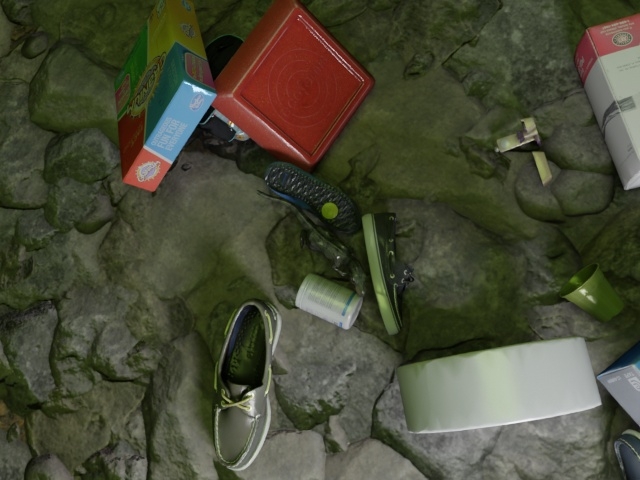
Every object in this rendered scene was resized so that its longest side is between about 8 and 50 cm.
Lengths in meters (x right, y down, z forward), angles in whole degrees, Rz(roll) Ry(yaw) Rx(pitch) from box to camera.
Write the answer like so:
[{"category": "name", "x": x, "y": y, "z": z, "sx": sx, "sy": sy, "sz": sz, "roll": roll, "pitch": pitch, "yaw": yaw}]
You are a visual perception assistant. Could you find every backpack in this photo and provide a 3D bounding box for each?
[{"category": "backpack", "x": -0.182, "y": -0.296, "z": 1.148, "sx": 0.166, "sy": 0.144, "sz": 0.188, "roll": 28, "pitch": 95, "yaw": 45}]

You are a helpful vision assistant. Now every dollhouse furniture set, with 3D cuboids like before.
[{"category": "dollhouse furniture set", "x": 0.365, "y": -0.150, "z": 1.072, "sx": 0.081, "sy": 0.091, "sz": 0.114, "roll": -19, "pitch": 76, "yaw": 21}]

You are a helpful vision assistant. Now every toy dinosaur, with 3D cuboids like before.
[{"category": "toy dinosaur", "x": 0.000, "y": 0.000, "z": 1.073, "sx": 0.268, "sy": 0.118, "sz": 0.064, "roll": 41, "pitch": 86, "yaw": 17}]

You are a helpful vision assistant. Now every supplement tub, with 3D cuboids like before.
[{"category": "supplement tub", "x": 0.016, "y": 0.110, "z": 1.068, "sx": 0.107, "sy": 0.071, "sz": 0.071, "roll": 24, "pitch": 82, "yaw": 14}]

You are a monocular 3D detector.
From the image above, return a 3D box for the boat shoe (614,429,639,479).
[{"category": "boat shoe", "x": 0.507, "y": 0.421, "z": 0.895, "sx": 0.079, "sy": 0.095, "sz": 0.254, "roll": -19, "pitch": 83, "yaw": -7}]

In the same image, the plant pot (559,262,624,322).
[{"category": "plant pot", "x": 0.464, "y": 0.093, "z": 0.994, "sx": 0.079, "sy": 0.083, "sz": 0.083, "roll": 45, "pitch": 87, "yaw": 5}]

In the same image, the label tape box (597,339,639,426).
[{"category": "label tape box", "x": 0.634, "y": 0.263, "z": 0.867, "sx": 0.249, "sy": 0.115, "sz": 0.347, "roll": -32, "pitch": 74, "yaw": -18}]

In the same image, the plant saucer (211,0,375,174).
[{"category": "plant saucer", "x": -0.038, "y": -0.284, "z": 1.100, "sx": 0.259, "sy": 0.048, "sz": 0.258, "roll": 38, "pitch": 83, "yaw": -28}]

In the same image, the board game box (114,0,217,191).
[{"category": "board game box", "x": -0.303, "y": -0.287, "z": 1.109, "sx": 0.242, "sy": 0.064, "sz": 0.316, "roll": -48, "pitch": 44, "yaw": 30}]

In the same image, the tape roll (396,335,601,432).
[{"category": "tape roll", "x": 0.262, "y": 0.217, "z": 0.888, "sx": 0.286, "sy": 0.286, "sz": 0.100, "roll": -11, "pitch": 74, "yaw": 7}]

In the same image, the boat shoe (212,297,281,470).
[{"category": "boat shoe", "x": -0.140, "y": 0.253, "z": 1.049, "sx": 0.109, "sy": 0.091, "sz": 0.304, "roll": 7, "pitch": 78, "yaw": 12}]

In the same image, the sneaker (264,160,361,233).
[{"category": "sneaker", "x": -0.011, "y": -0.086, "z": 1.126, "sx": 0.209, "sy": 0.082, "sz": 0.069, "roll": 31, "pitch": 98, "yaw": -4}]

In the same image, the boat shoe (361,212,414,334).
[{"category": "boat shoe", "x": 0.130, "y": 0.053, "z": 1.063, "sx": 0.076, "sy": 0.080, "sz": 0.228, "roll": -12, "pitch": 67, "yaw": 9}]

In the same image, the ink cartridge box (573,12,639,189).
[{"category": "ink cartridge box", "x": 0.598, "y": -0.252, "z": 1.028, "sx": 0.207, "sy": 0.117, "sz": 0.282, "roll": -14, "pitch": 74, "yaw": 6}]
